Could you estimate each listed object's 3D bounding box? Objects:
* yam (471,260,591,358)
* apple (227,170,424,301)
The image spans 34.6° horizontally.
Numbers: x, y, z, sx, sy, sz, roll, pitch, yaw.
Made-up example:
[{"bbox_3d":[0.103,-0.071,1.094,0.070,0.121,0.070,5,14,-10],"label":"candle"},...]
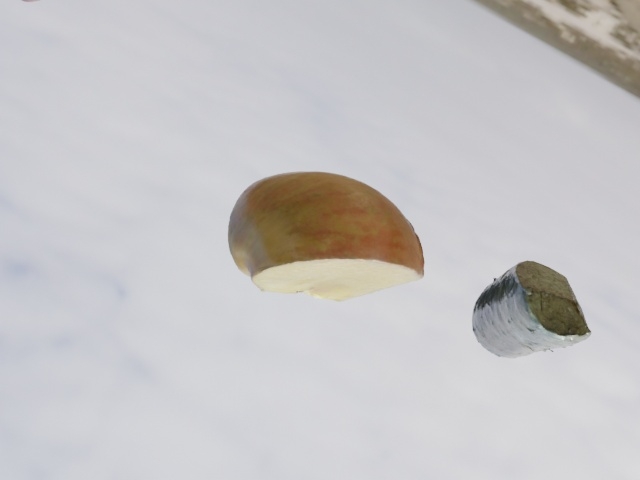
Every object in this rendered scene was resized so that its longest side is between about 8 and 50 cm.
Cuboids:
[{"bbox_3d":[0.240,0.077,1.164,0.106,0.106,0.259,29,168,1],"label":"yam"},{"bbox_3d":[0.000,0.000,1.863,0.309,0.252,0.314,20,-163,-45],"label":"apple"}]
